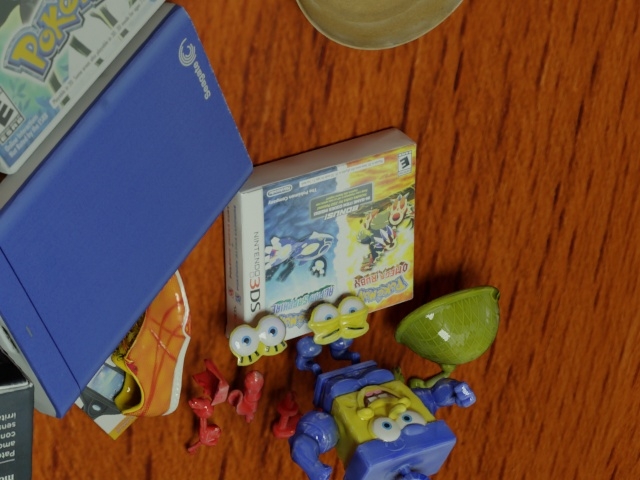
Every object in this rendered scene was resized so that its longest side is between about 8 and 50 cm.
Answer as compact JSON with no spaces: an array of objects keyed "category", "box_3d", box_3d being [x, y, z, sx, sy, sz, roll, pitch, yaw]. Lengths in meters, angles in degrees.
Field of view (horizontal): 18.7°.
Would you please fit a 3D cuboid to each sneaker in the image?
[{"category":"sneaker","box_3d":[-0.162,0.094,1.844,0.067,0.064,0.175,-3,113,-25]}]

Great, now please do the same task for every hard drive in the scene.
[{"category":"hard drive","box_3d":[-0.186,-0.029,1.713,0.319,0.040,0.210,-54,141,-30]}]

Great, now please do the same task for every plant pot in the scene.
[{"category":"plant pot","box_3d":[0.064,-0.296,1.833,0.236,0.032,0.236,-16,124,-26]}]

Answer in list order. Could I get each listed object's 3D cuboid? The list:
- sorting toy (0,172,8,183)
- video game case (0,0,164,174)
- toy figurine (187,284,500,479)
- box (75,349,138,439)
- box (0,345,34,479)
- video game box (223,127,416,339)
[{"category":"sorting toy","box_3d":[-0.229,-0.024,1.781,0.193,0.038,0.208,-15,122,-27]},{"category":"video game case","box_3d":[-0.232,-0.270,1.580,0.329,0.036,0.300,-52,134,-22]},{"category":"toy figurine","box_3d":[0.069,0.194,1.959,0.362,0.217,0.191,-11,138,-31]},{"category":"box","box_3d":[-0.213,0.126,1.884,0.081,0.028,0.136,-45,133,-5]},{"category":"box","box_3d":[-0.396,0.238,1.644,0.212,0.293,0.395,-10,121,-30]},{"category":"video game box","box_3d":[0.000,0.000,1.946,0.205,0.048,0.187,-17,126,-26]}]
